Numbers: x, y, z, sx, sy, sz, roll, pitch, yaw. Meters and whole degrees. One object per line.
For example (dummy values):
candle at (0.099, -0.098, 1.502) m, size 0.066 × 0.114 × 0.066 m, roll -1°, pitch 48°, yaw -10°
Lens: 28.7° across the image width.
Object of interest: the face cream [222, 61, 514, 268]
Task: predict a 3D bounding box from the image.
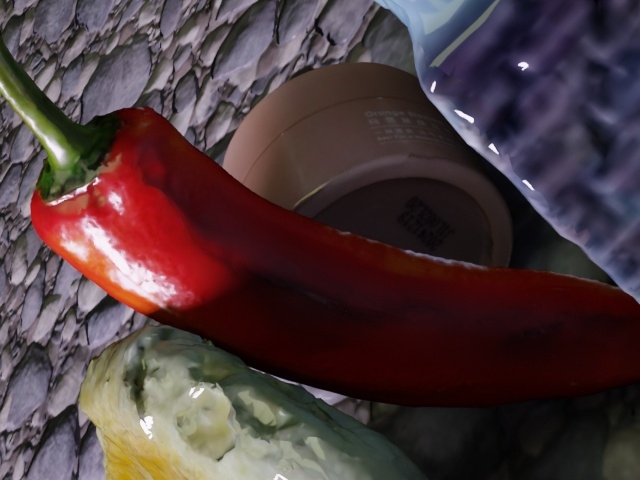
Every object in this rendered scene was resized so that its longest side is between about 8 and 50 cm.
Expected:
face cream at (0.024, -0.014, 0.719) m, size 0.149 × 0.149 × 0.104 m, roll -51°, pitch 35°, yaw 22°

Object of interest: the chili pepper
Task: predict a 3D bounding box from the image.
chili pepper at (0.002, 0.006, 0.598) m, size 0.092 × 0.368 × 0.137 m, roll -91°, pitch 23°, yaw -54°

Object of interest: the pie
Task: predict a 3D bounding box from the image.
pie at (0.003, 0.167, 0.583) m, size 0.071 × 0.306 × 0.306 m, roll -36°, pitch 23°, yaw -27°

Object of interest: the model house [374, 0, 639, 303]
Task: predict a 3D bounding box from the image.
model house at (0.196, -0.162, 0.517) m, size 0.360 × 0.339 × 0.297 m, roll -44°, pitch -6°, yaw 10°
